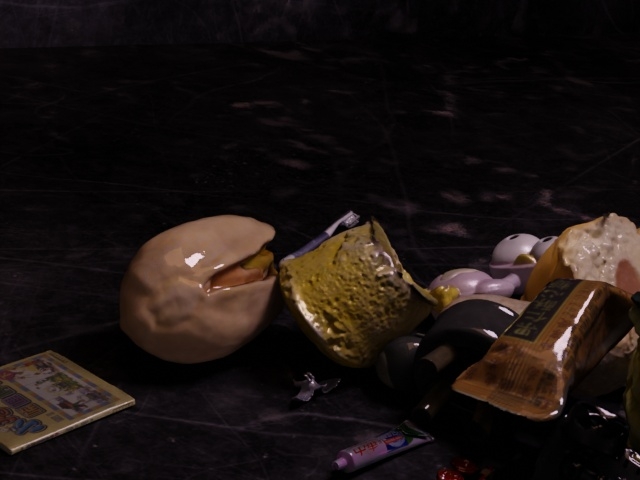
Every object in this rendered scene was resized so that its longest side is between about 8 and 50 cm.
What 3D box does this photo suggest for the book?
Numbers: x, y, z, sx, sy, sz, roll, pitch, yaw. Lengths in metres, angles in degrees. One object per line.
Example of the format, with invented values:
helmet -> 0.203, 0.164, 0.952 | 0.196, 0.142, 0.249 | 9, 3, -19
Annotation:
book -> -0.355, 0.197, 1.699 | 0.168, 0.013, 0.192 | 24, 28, 35

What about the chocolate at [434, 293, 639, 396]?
chocolate -> 0.291, 0.138, 1.828 | 0.309, 0.134, 0.134 | -1, 16, 29

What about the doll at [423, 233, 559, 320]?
doll -> 0.270, 0.061, 2.084 | 0.365, 0.094, 0.160 | -22, 7, -41

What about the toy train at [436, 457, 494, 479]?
toy train -> 0.165, 0.296, 1.553 | 0.087, 0.050, 0.138 | 23, 25, 25

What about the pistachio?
pistachio -> -0.155, 0.068, 1.872 | 0.187, 0.188, 0.299 | 18, 18, 26

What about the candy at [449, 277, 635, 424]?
candy -> 0.268, 0.132, 1.630 | 0.143, 0.101, 0.271 | 7, 31, 34

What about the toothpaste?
toothpaste -> 0.073, 0.251, 1.667 | 0.045, 0.028, 0.170 | 31, 28, 34

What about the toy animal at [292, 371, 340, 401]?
toy animal -> -0.016, 0.188, 1.793 | 0.050, 0.028, 0.084 | 33, 32, 33

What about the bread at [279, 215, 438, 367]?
bread -> 0.046, 0.076, 1.865 | 0.170, 0.197, 0.197 | -38, 24, 7

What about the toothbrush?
toothbrush -> 0.000, 0.000, 2.275 | 0.026, 0.024, 0.288 | 28, 27, 15

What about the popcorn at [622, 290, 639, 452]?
popcorn -> 0.483, 0.197, 1.635 | 0.293, 0.237, 0.293 | 14, 18, -5

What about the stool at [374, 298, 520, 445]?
stool -> 0.176, 0.177, 1.752 | 0.228, 0.153, 0.139 | -29, 11, 38

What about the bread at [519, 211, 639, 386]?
bread -> 0.417, 0.075, 1.949 | 0.183, 0.211, 0.224 | -5, 23, -31

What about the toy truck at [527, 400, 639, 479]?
toy truck -> 0.351, 0.283, 1.539 | 0.224, 0.147, 0.165 | 26, 7, 35
